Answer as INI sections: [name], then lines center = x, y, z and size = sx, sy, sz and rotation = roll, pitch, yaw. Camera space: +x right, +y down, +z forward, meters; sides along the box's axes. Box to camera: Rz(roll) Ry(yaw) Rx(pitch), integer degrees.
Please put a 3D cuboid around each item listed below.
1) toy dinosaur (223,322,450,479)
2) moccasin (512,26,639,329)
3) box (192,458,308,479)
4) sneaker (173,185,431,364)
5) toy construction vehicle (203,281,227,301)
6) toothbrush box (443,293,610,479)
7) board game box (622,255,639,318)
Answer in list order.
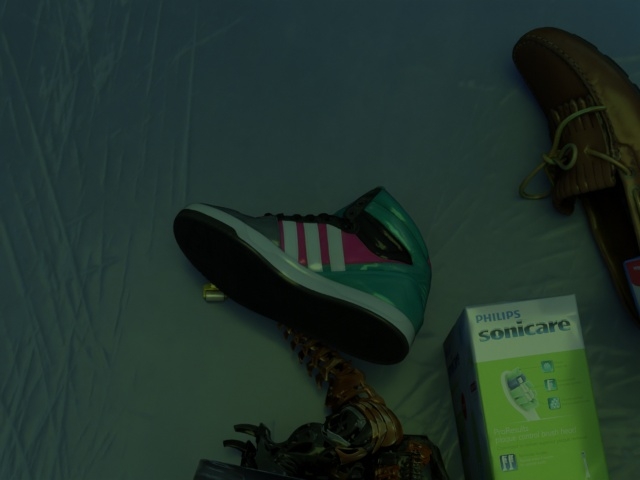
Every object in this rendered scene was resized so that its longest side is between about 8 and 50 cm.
[toy dinosaur]
center = 0.020, 0.239, 1.385
size = 0.218, 0.164, 0.322
rotation = -17, 49, -20
[moccasin]
center = 0.320, -0.071, 1.467
size = 0.147, 0.139, 0.380
rotation = -24, 86, -16
[box]
center = -0.029, 0.382, 1.266
size = 0.242, 0.076, 0.308
rotation = 11, 117, 3
[sneaker]
center = 0.000, 0.000, 1.422
size = 0.295, 0.124, 0.178
rotation = 28, 50, 9
[toy construction vehicle]
center = -0.101, 0.022, 1.473
size = 0.085, 0.035, 0.098
rotation = 4, 75, 0
[toothbrush box]
center = 0.217, 0.218, 1.342
size = 0.122, 0.206, 0.283
rotation = -6, 76, -2
[board game box]
center = 0.518, 0.004, 1.272
size = 0.301, 0.308, 0.086
rotation = -16, 87, -22
